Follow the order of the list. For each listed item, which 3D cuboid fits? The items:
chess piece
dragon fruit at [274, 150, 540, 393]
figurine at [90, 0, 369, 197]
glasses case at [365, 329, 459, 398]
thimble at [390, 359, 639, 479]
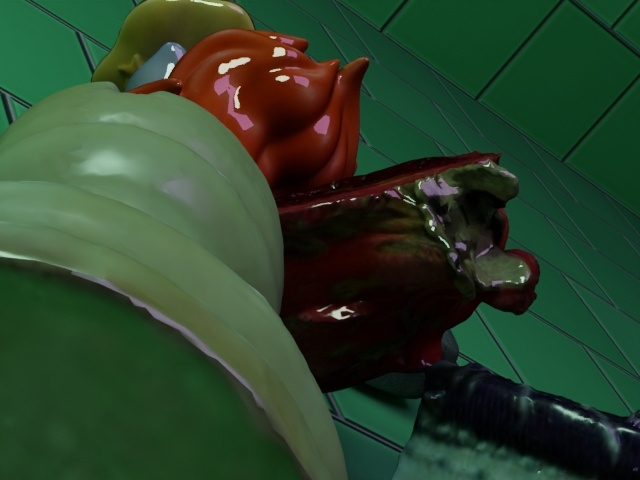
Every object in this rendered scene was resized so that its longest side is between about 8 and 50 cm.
[{"bbox_3d":[-0.103,0.051,0.672,0.234,0.234,0.442,38,12,-11],"label":"chess piece"},{"bbox_3d":[0.043,0.021,0.952,0.262,0.211,0.134,-17,89,-35],"label":"dragon fruit"},{"bbox_3d":[-0.077,-0.072,1.098,0.208,0.181,0.257,14,21,-11],"label":"figurine"},{"bbox_3d":[0.000,0.000,1.316,0.131,0.074,0.323,30,18,-39],"label":"glasses case"},{"bbox_3d":[0.149,0.169,0.944,0.237,0.150,0.237,19,-8,3],"label":"thimble"}]
